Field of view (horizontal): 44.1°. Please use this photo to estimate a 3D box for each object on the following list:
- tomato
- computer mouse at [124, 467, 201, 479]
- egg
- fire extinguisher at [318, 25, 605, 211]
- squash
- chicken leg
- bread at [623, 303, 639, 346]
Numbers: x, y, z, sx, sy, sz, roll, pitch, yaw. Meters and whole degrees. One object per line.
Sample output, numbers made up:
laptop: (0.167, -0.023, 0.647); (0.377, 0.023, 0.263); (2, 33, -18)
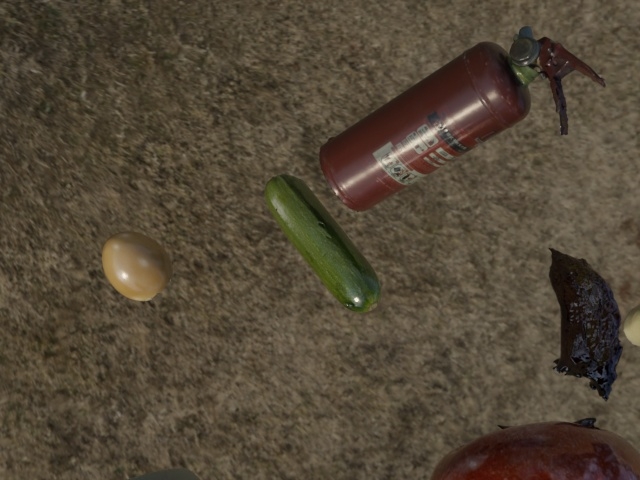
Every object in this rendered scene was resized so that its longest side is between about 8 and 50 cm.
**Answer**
tomato: (0.261, 0.330, 0.926); (0.270, 0.270, 0.227); (12, 59, -32)
computer mouse: (-0.183, 0.308, 0.902); (0.056, 0.089, 0.182); (-37, 158, 30)
egg: (-0.236, 0.029, 1.009); (0.080, 0.080, 0.096); (-38, 115, -14)
fire extinguisher: (0.163, -0.135, 0.935); (0.107, 0.337, 0.147); (7, 59, -54)
squash: (0.000, 0.000, 1.058); (0.069, 0.239, 0.069); (-33, 158, -15)
chicken leg: (0.384, 0.116, 1.150); (0.063, 0.105, 0.233); (21, 65, -56)
bread: (0.369, 0.048, 0.696); (0.140, 0.178, 0.060); (-20, 77, -15)
